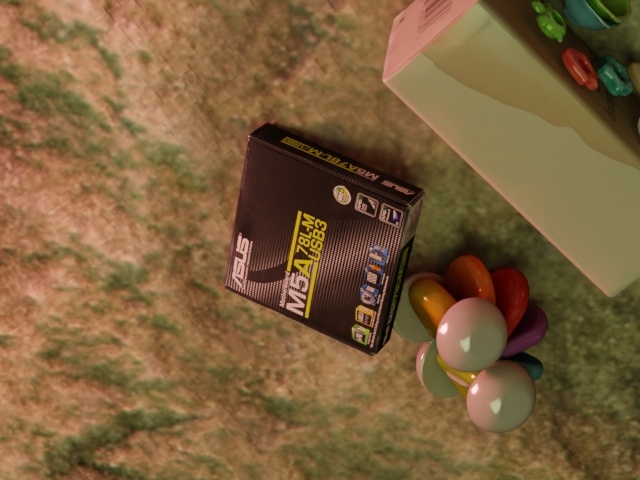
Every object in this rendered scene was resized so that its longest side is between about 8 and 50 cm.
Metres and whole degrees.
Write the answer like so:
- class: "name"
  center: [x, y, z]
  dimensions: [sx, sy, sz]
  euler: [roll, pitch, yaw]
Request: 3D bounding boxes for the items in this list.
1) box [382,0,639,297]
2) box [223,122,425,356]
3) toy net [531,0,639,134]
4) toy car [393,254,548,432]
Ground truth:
- class: "box"
  center: [0.210, -0.110, 1.464]
  dimensions: [0.311, 0.148, 0.121]
  euler: [41, 118, -19]
- class: "box"
  center: [0.000, 0.000, 1.586]
  dimensions: [0.184, 0.045, 0.191]
  euler: [23, 125, 16]
- class: "toy net"
  center: [0.283, -0.142, 1.420]
  dimensions: [0.045, 0.122, 0.232]
  euler: [-35, 95, 33]
- class: "toy car"
  center: [0.167, 0.096, 1.615]
  dimensions: [0.136, 0.159, 0.182]
  euler: [-34, 117, -14]
